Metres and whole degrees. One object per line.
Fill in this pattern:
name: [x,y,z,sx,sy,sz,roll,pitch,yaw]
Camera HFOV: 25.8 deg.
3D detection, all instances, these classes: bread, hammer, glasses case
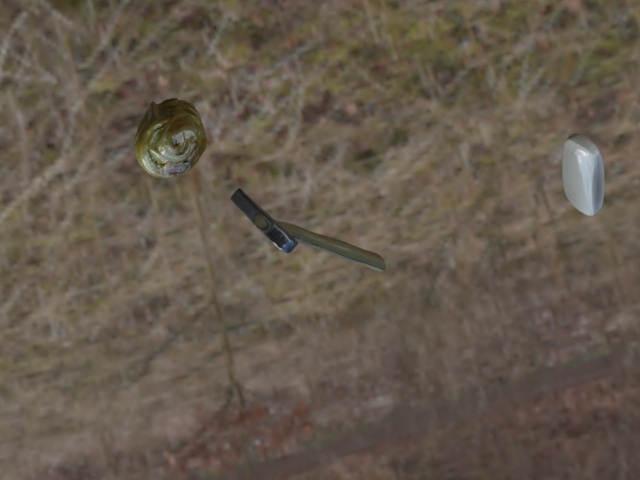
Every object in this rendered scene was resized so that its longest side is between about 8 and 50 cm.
bread: [-0.134,-0.089,1.239,0.066,0.060,0.110,-26,-161,0]
hammer: [0.000,0.000,1.040,0.013,0.062,0.199,-51,154,10]
glasses case: [0.203,-0.050,1.079,0.021,0.032,0.083,-38,146,-17]
